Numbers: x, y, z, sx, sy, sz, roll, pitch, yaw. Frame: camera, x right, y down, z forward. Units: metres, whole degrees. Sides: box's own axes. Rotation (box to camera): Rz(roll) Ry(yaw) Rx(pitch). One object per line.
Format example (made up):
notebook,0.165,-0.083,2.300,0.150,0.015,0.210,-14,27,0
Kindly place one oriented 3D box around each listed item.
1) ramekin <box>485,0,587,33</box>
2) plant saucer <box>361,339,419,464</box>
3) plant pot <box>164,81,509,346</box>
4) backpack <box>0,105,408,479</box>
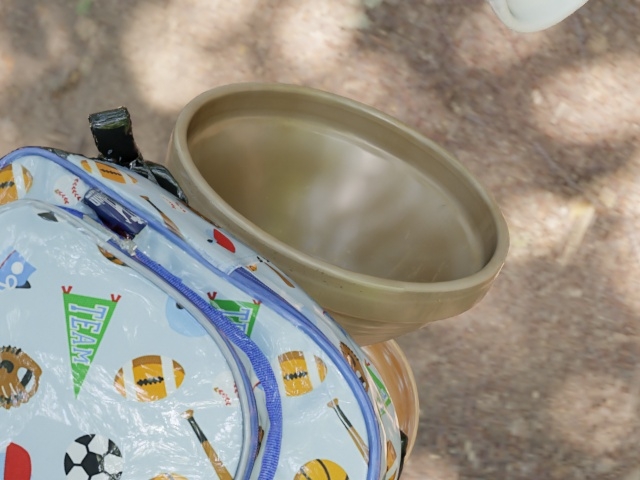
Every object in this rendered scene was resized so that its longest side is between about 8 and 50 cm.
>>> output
ramekin,0.229,-0.362,1.571,0.135,0.277,0.277,41,105,23
plant saucer,-0.011,0.154,1.410,0.200,0.037,0.200,2,75,-7
plant pot,0.000,0.000,1.055,0.237,0.237,0.110,45,127,34
backpack,-0.095,0.104,0.791,0.263,0.213,0.276,31,97,3
